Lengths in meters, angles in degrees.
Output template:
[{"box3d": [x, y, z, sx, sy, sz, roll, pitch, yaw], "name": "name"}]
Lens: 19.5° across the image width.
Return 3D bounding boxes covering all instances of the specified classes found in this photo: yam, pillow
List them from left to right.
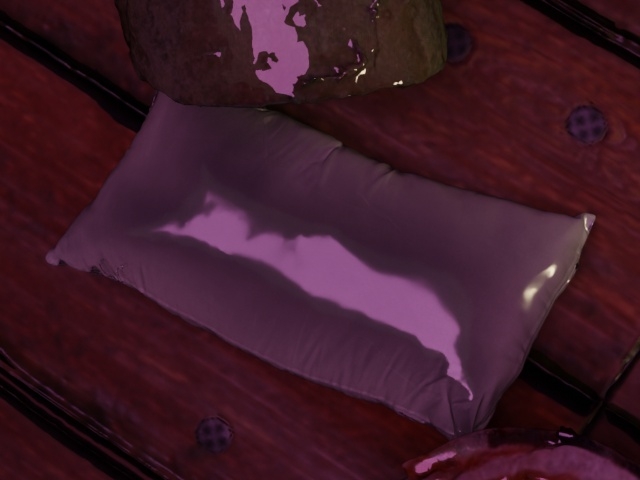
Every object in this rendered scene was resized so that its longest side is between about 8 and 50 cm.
[{"box3d": [-0.037, -0.211, 0.926, 0.168, 0.168, 0.304, -10, 90, 13], "name": "yam"}, {"box3d": [0.000, -0.001, 0.969, 0.254, 0.078, 0.144, 25, 87, 11], "name": "pillow"}]

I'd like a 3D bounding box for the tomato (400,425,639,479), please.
[{"box3d": [0.080, 0.203, 0.920, 0.199, 0.112, 0.228, -1, 89, -18], "name": "tomato"}]
